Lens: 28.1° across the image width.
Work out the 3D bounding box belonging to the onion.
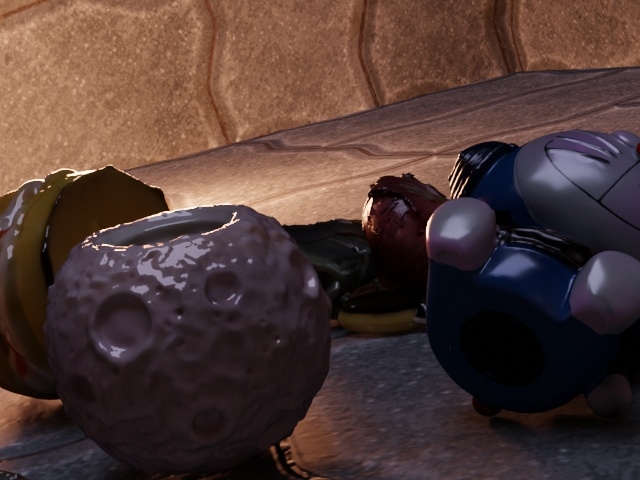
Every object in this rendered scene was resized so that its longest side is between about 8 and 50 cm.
[{"bbox_3d":[0.115,0.008,1.565,0.147,0.184,0.184,-47,10,5],"label":"onion"}]

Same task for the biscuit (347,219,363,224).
[{"bbox_3d":[0.000,0.000,1.811,0.172,0.029,0.254,-15,-4,11],"label":"biscuit"}]

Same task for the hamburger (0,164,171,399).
[{"bbox_3d":[-0.297,0.060,1.446,0.236,0.276,0.276,-17,7,29],"label":"hamburger"}]

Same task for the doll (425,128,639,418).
[{"bbox_3d":[0.228,0.021,1.193,0.284,0.240,0.310,34,42,11],"label":"doll"}]

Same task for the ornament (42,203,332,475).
[{"bbox_3d":[-0.113,0.092,1.148,0.259,0.225,0.259,-10,12,2],"label":"ornament"}]

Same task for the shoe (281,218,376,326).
[{"bbox_3d":[0.004,0.056,1.580,0.293,0.109,0.149,2,38,-47],"label":"shoe"}]

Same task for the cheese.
[{"bbox_3d":[0.102,0.083,1.465,0.162,0.036,0.086,0,13,43],"label":"cheese"}]

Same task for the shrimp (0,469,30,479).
[{"bbox_3d":[-0.407,0.229,1.140,0.287,0.068,0.185,5,-1,-30],"label":"shrimp"}]
